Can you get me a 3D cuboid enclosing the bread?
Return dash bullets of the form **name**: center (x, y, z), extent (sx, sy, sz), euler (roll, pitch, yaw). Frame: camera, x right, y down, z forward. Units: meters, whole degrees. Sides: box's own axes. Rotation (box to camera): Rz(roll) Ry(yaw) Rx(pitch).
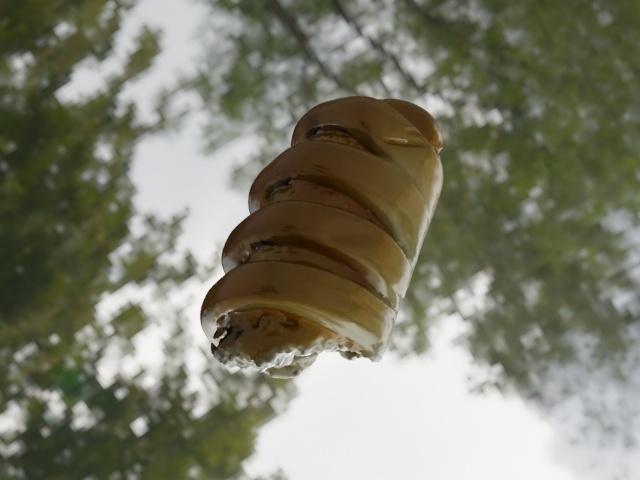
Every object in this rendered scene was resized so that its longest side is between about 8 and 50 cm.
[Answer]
- **bread**: center (0.000, 0.000, 0.993), extent (0.119, 0.084, 0.177), euler (-27, -144, 59)
